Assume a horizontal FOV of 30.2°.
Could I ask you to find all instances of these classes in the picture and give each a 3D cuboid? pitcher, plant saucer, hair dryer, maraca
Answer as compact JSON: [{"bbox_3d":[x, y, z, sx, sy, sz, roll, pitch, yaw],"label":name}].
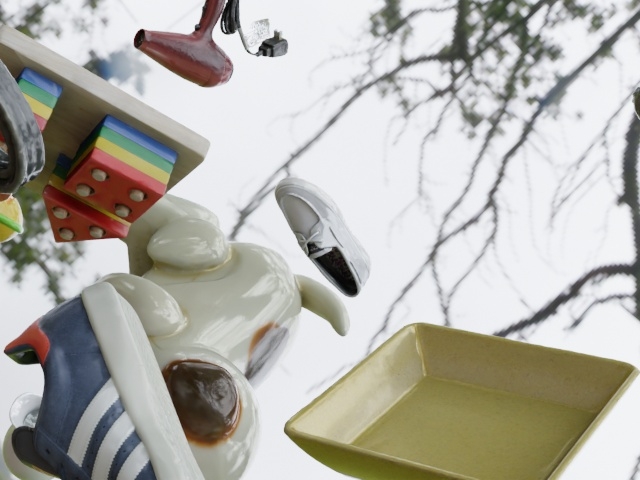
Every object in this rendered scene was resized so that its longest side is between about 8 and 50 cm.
[{"bbox_3d":[-0.491,0.371,2.179,0.178,0.125,0.207,17,-37,-8],"label":"pitcher"},{"bbox_3d":[0.178,0.223,1.446,0.333,0.333,0.081,10,-65,32],"label":"plant saucer"},{"bbox_3d":[-0.203,-0.381,2.088,0.080,0.293,0.223,8,-57,52],"label":"hair dryer"},{"bbox_3d":[-0.535,-0.055,1.812,0.186,0.099,0.127,24,-13,19],"label":"maraca"}]

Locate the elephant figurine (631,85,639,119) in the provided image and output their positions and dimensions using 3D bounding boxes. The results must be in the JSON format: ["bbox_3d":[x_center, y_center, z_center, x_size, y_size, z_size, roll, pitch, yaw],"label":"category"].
[{"bbox_3d":[0.399,-0.181,1.086,0.169,0.239,0.186,2,-41,41],"label":"elephant figurine"}]

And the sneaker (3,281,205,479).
[{"bbox_3d":[-0.198,0.215,1.111,0.131,0.148,0.350,69,-4,-62],"label":"sneaker"}]

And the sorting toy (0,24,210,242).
[{"bbox_3d":[-0.300,-0.089,1.345,0.257,0.089,0.255,29,-33,-21],"label":"sorting toy"}]

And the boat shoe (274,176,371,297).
[{"bbox_3d":[0.000,0.000,1.527,0.066,0.063,0.184,-18,-58,26],"label":"boat shoe"}]

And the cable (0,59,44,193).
[{"bbox_3d":[-0.242,-0.158,0.696,0.140,0.072,0.287,11,-61,20],"label":"cable"}]

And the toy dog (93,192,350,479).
[{"bbox_3d":[-0.171,0.179,1.574,0.396,0.408,0.284,14,-56,-5],"label":"toy dog"}]
